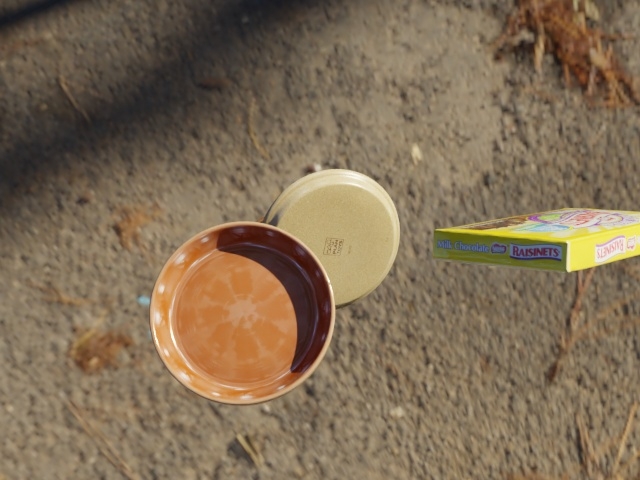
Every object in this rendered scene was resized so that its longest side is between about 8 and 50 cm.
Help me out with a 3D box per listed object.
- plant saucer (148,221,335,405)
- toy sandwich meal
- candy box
[{"bbox_3d":[-0.035,0.033,0.580,0.083,0.013,0.083,-1,75,2],"label":"plant saucer"},{"bbox_3d":[0.000,0.000,0.668,0.085,0.085,0.029,-33,26,-6],"label":"toy sandwich meal"},{"bbox_3d":[0.180,-0.003,0.945,0.105,0.206,0.027,8,100,35],"label":"candy box"}]
